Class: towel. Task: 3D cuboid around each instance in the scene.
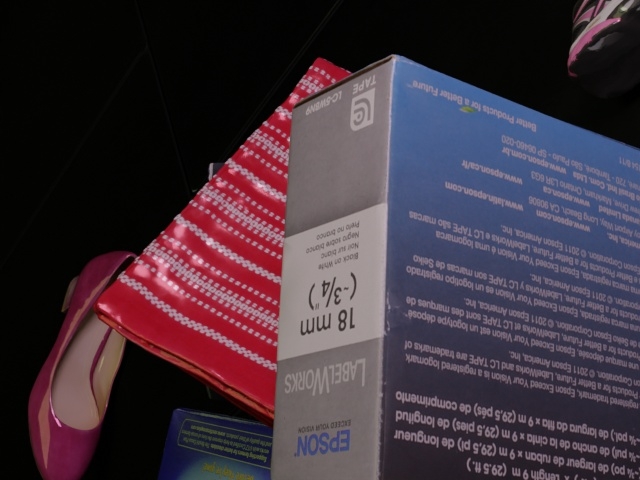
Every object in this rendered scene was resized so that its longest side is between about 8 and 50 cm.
[{"bbox_3d":[0.000,0.000,0.901,0.198,0.031,0.275,30,62,20],"label":"towel"}]

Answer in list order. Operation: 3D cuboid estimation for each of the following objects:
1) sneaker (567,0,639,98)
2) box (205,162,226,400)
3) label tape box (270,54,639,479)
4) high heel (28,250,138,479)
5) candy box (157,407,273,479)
[{"bbox_3d":[0.220,-0.176,0.836,0.178,0.072,0.077,-38,38,34],"label":"sneaker"},{"bbox_3d":[-0.004,0.030,0.956,0.093,0.158,0.156,84,-173,-57],"label":"box"},{"bbox_3d":[0.095,0.092,0.753,0.106,0.240,0.334,-19,63,50],"label":"label tape box"},{"bbox_3d":[-0.232,0.131,1.343,0.117,0.082,0.244,-26,47,52],"label":"high heel"},{"bbox_3d":[-0.045,0.296,0.946,0.268,0.122,0.317,-3,71,61],"label":"candy box"}]
